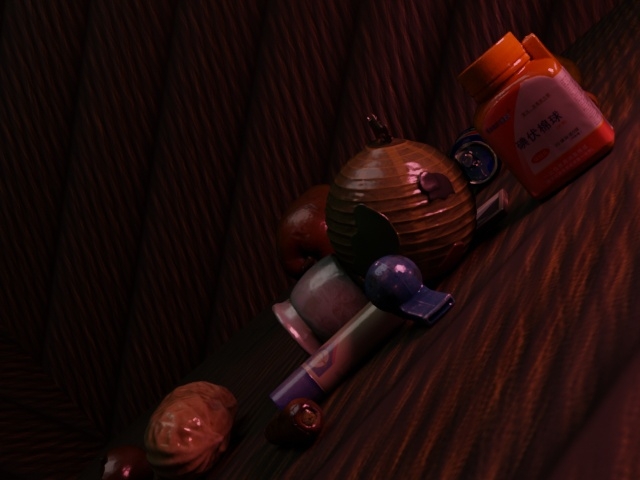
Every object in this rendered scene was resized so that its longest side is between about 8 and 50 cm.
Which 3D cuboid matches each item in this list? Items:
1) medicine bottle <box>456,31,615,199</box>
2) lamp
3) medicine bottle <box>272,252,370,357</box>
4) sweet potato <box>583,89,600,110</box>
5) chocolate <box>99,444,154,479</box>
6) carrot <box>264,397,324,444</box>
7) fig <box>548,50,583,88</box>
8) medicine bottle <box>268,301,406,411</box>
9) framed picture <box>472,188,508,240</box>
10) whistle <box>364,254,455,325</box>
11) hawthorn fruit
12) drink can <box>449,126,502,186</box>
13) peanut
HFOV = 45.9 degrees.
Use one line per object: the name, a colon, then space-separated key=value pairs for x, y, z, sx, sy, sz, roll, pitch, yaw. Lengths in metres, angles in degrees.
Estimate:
medicine bottle: x=0.311 y=-0.190 z=1.124 sx=0.149 sy=0.222 sz=0.112 roll=-40 pitch=3 yaw=26
lamp: x=0.123 y=-0.068 z=1.214 sx=0.250 sy=0.285 sz=0.250 roll=-13 pitch=16 yaw=4
medicine bottle: x=0.015 y=0.116 z=1.242 sx=0.143 sy=0.147 sz=0.147 roll=-44 pitch=2 yaw=6
sweet potato: x=0.431 y=-0.219 z=1.358 sx=0.097 sy=0.097 sz=0.251 roll=-41 pitch=-1 yaw=3
chocolate: x=-0.409 y=0.496 z=1.566 sx=0.127 sy=0.124 sz=0.133 roll=-38 pitch=35 yaw=9
carrot: x=-0.038 y=0.245 z=1.002 sx=0.055 sy=0.055 sz=0.161 roll=-43 pitch=-4 yaw=-26
fig: x=0.549 y=-0.368 z=1.792 sx=0.165 sy=0.154 sz=0.144 roll=-7 pitch=-34 yaw=-32
medicine bottle: x=0.027 y=0.171 z=1.116 sx=0.231 sy=0.059 sz=0.059 roll=-42 pitch=3 yaw=-9
framed picture: x=0.247 y=-0.008 z=1.336 sx=0.203 sy=0.015 sz=0.150 roll=-41 pitch=3 yaw=21
whistle: x=0.111 y=0.063 z=1.054 sx=0.090 sy=0.090 sz=0.158 roll=-42 pitch=16 yaw=-15
hawthorn fruit: x=0.000 y=0.000 z=2.090 sx=0.267 sy=0.268 sz=0.301 roll=-39 pitch=5 yaw=43
drink can: x=0.353 y=-0.191 z=1.710 sx=0.118 sy=0.118 sz=0.205 roll=-41 pitch=4 yaw=20
peanut: x=-0.224 y=0.330 z=1.354 sx=0.153 sy=0.140 sz=0.325 roll=-23 pitch=1 yaw=7
